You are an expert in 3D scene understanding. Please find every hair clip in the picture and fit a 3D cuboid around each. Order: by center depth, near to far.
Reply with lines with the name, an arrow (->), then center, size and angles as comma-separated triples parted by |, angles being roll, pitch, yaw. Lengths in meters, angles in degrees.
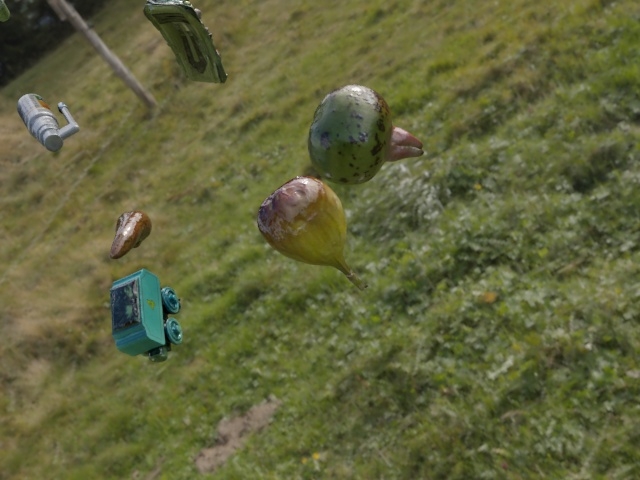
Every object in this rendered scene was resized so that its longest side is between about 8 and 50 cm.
hair clip -> -0.332, -0.522, 2.105 | 0.138, 0.321, 0.091 | 7, 66, 17

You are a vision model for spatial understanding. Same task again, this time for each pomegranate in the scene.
pomegranate -> 0.099, -0.217, 1.747 | 0.247, 0.214, 0.214 | 8, 27, -3

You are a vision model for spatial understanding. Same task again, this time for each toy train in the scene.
toy train -> -0.377, 0.160, 1.779 | 0.107, 0.154, 0.198 | -22, 59, 18

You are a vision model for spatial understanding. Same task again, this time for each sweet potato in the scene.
sweet potato -> -0.318, -0.016, 1.390 | 0.078, 0.058, 0.255 | -58, 10, 0

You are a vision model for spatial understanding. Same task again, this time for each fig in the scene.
fig -> 0.000, 0.000, 1.551 | 0.159, 0.257, 0.159 | -42, 9, 8

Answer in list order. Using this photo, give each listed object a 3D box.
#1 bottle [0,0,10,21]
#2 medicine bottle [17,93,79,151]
bottle -> -0.648, -0.468, 1.668 | 0.030, 0.030, 0.083 | -40, 7, -11
medicine bottle -> -0.544, -0.240, 1.658 | 0.092, 0.061, 0.220 | -32, 38, -12
